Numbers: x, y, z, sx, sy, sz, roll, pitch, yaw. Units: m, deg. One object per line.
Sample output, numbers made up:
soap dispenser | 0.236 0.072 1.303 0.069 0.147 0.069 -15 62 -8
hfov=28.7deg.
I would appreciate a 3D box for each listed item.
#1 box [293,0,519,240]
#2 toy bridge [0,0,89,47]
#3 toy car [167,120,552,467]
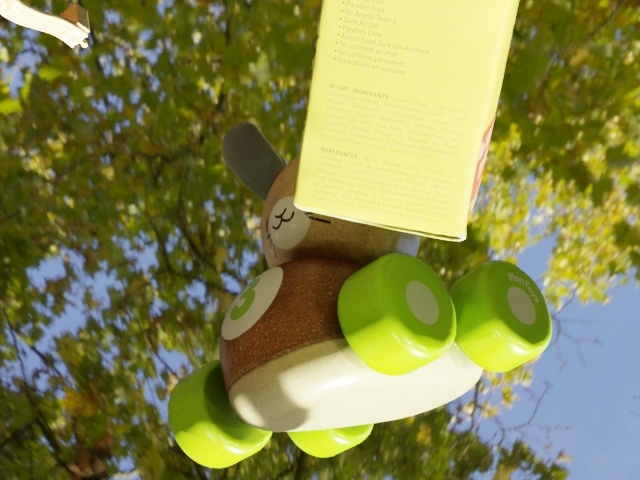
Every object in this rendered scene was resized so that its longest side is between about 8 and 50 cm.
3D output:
box | 0.042 -0.123 0.379 0.058 0.087 0.232 13 -70 7
toy bridge | -0.258 -0.211 1.023 0.026 0.188 0.063 -33 -134 21
toy car | 0.000 0.000 0.639 0.149 0.155 0.188 5 -119 -46
